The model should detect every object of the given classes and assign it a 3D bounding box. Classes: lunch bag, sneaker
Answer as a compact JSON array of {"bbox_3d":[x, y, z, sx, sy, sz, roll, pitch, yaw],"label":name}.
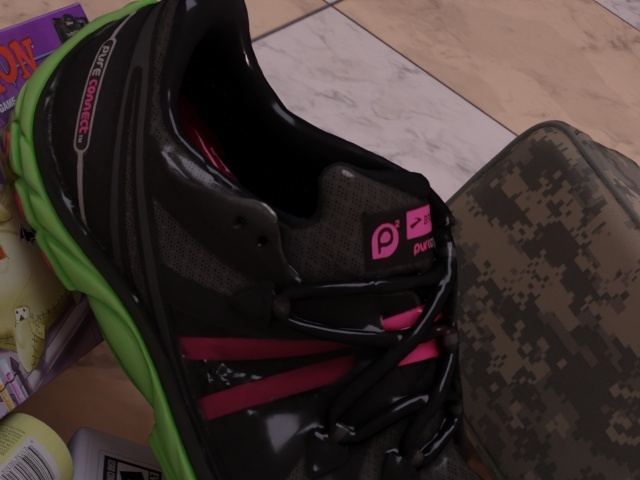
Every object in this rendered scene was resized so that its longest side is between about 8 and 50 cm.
[{"bbox_3d":[0.233,0.095,1.214,0.256,0.212,0.305,20,30,-50],"label":"lunch bag"},{"bbox_3d":[0.001,0.058,0.952,0.483,0.202,0.185,53,32,3],"label":"sneaker"}]

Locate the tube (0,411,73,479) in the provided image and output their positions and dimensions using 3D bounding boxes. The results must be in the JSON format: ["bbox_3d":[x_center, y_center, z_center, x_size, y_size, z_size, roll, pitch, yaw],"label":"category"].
[{"bbox_3d":[-0.217,0.178,0.861,0.070,0.062,0.240,-5,24,26],"label":"tube"}]

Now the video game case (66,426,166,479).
[{"bbox_3d":[-0.013,0.265,0.921,0.300,0.036,0.329,20,31,-17],"label":"video game case"}]

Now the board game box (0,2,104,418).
[{"bbox_3d":[-0.203,-0.014,0.991,0.208,0.056,0.347,62,27,-7],"label":"board game box"}]
